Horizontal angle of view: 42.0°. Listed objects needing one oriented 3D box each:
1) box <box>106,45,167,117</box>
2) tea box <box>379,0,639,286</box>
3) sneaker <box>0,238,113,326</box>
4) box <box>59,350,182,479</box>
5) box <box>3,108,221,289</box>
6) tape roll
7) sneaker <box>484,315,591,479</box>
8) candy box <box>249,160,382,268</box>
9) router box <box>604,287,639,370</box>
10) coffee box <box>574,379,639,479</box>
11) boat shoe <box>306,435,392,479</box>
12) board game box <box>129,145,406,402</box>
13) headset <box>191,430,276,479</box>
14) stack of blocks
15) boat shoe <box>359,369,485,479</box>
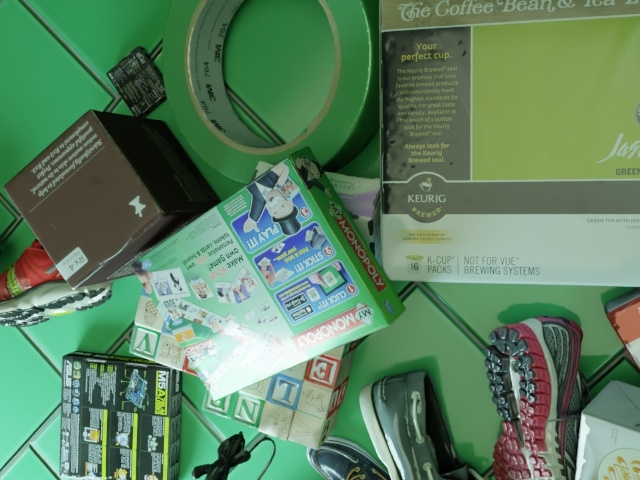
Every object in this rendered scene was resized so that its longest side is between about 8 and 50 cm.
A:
[{"bbox_3d":[-0.262,-0.228,1.210,0.067,0.018,0.083,-37,84,15],"label":"box"},{"bbox_3d":[0.248,-0.118,0.970,0.329,0.220,0.323,1,95,16],"label":"tea box"},{"bbox_3d":[-0.432,0.059,1.254,0.279,0.107,0.118,-12,71,15],"label":"sneaker"},{"bbox_3d":[-0.299,0.268,1.245,0.184,0.045,0.190,3,94,13],"label":"box"},{"bbox_3d":[-0.270,-0.057,1.130,0.168,0.203,0.167,-37,83,14],"label":"box"},{"bbox_3d":[-0.060,-0.232,1.083,0.321,0.077,0.321,5,100,30],"label":"tape roll"},{"bbox_3d":[0.291,0.242,1.046,0.112,0.121,0.299,-12,104,-26],"label":"sneaker"},{"bbox_3d":[0.000,0.000,1.067,0.165,0.196,0.070,10,52,15],"label":"candy box"},{"bbox_3d":[0.560,0.131,0.972,0.335,0.082,0.301,-31,85,16],"label":"router box"},{"bbox_3d":[0.378,0.308,0.975,0.141,0.098,0.246,16,117,36],"label":"coffee box"},{"bbox_3d":[0.055,0.331,1.128,0.183,0.083,0.065,29,101,12],"label":"boat shoe"},{"bbox_3d":[-0.076,0.054,0.999,0.317,0.046,0.213,-29,93,39],"label":"board game box"},{"bbox_3d":[-0.048,0.439,1.109,0.243,0.185,0.394,-18,101,19],"label":"headset"},{"bbox_3d":[-0.109,0.152,1.159,0.297,0.087,0.171,17,99,14],"label":"stack of blocks"},{"bbox_3d":[0.159,0.320,1.083,0.099,0.116,0.319,-28,81,20],"label":"boat shoe"}]
